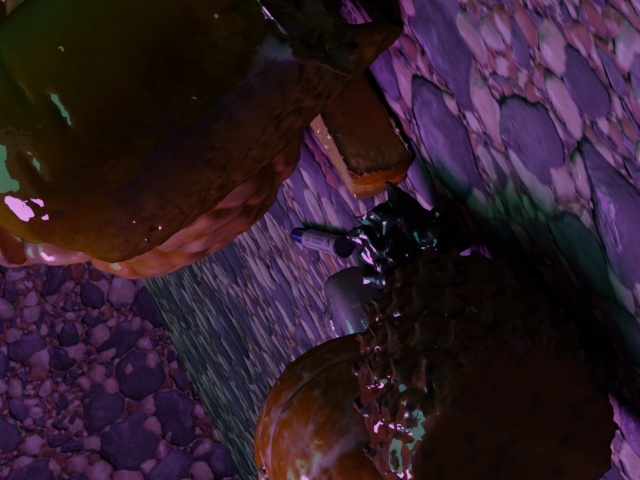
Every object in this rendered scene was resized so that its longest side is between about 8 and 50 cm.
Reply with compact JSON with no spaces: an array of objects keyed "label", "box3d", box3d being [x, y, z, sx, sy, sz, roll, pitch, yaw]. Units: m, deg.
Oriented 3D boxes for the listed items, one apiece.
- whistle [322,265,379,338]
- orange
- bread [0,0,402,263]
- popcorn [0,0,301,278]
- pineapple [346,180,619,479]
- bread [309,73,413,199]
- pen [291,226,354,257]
[{"label":"whistle","box3d":[0.043,0.089,2.092,0.258,0.067,0.126,171,77,-82]},{"label":"orange","box3d":[0.070,0.246,1.863,0.329,0.249,0.329,170,90,-73]},{"label":"bread","box3d":[-0.130,-0.137,1.568,0.251,0.376,0.208,25,-146,-56]},{"label":"popcorn","box3d":[-0.188,-0.138,1.927,0.354,0.390,0.344,6,-113,-53]},{"label":"pineapple","box3d":[0.104,0.084,1.556,0.362,0.202,0.202,-116,4,-57]},{"label":"bread","box3d":[0.015,-0.126,1.716,0.187,0.065,0.103,63,174,-3]},{"label":"pen","box3d":[0.000,0.000,2.157,0.025,0.025,0.204,63,169,-11]}]
